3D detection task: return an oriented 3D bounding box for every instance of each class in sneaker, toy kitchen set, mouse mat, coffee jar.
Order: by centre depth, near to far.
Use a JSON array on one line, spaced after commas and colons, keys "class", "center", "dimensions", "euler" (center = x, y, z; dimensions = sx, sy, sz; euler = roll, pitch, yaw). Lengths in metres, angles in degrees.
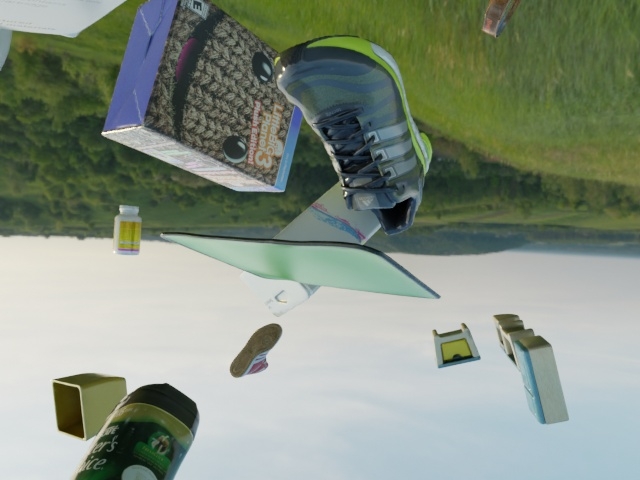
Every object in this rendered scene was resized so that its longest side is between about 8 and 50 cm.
[{"class": "mouse mat", "center": [-0.013, 0.021, 0.382], "dimensions": [0.189, 0.007, 0.152], "euler": [5, 165, 31]}, {"class": "coffee jar", "center": [-0.178, 0.218, 0.418], "dimensions": [0.096, 0.079, 0.184], "euler": [-38, -161, 29]}, {"class": "sneaker", "center": [0.053, -0.101, 0.521], "dimensions": [0.111, 0.121, 0.300], "euler": [-9, 156, 31]}, {"class": "toy kitchen set", "center": [0.289, 0.221, 0.814], "dimensions": [0.166, 0.122, 0.207], "euler": [-15, -177, 8]}, {"class": "sneaker", "center": [-0.100, 0.189, 0.825], "dimensions": [0.042, 0.118, 0.067], "euler": [47, -172, 23]}]

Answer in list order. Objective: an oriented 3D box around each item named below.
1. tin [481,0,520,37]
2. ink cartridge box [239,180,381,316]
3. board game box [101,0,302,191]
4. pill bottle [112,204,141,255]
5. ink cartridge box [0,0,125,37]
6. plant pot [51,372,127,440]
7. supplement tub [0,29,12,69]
[{"class": "tin", "center": [0.348, -0.457, 0.851], "dimensions": [0.040, 0.190, 0.106], "euler": [31, 177, 11]}, {"class": "ink cartridge box", "center": [0.000, 0.000, 0.692], "dimensions": [0.212, 0.093, 0.154], "euler": [-45, -179, -30]}, {"class": "board game box", "center": [-0.182, -0.238, 0.827], "dimensions": [0.141, 0.232, 0.291], "euler": [6, 171, 42]}, {"class": "pill bottle", "center": [-0.328, -0.017, 0.809], "dimensions": [0.043, 0.083, 0.043], "euler": [4, -179, 0]}, {"class": "ink cartridge box", "center": [-0.116, -0.230, 0.170], "dimensions": [0.307, 0.223, 0.129], "euler": [5, -166, 44]}, {"class": "plant pot", "center": [-0.342, 0.241, 0.722], "dimensions": [0.081, 0.081, 0.083], "euler": [-3, -177, 33]}, {"class": "supplement tub", "center": [-0.464, -0.184, 0.394], "dimensions": [0.324, 0.235, 0.235], "euler": [-11, 174, 23]}]
